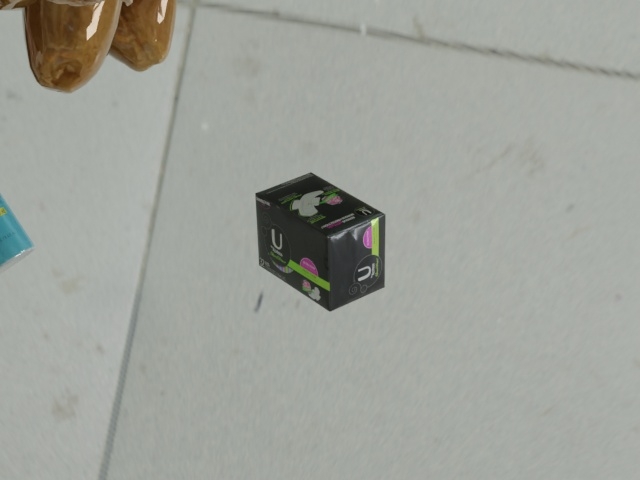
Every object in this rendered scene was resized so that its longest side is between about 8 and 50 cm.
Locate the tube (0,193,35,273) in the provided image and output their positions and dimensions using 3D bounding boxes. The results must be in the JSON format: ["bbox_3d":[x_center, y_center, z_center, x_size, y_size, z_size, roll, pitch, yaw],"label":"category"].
[{"bbox_3d":[-0.291,-0.064,1.145,0.080,0.052,0.207,-36,91,-38],"label":"tube"}]

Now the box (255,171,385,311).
[{"bbox_3d":[0.000,0.000,1.073,0.052,0.062,0.083,-22,35,-31],"label":"box"}]

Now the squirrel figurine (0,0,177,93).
[{"bbox_3d":[-0.196,-0.292,0.955,0.281,0.370,0.397,12,90,-8],"label":"squirrel figurine"}]
